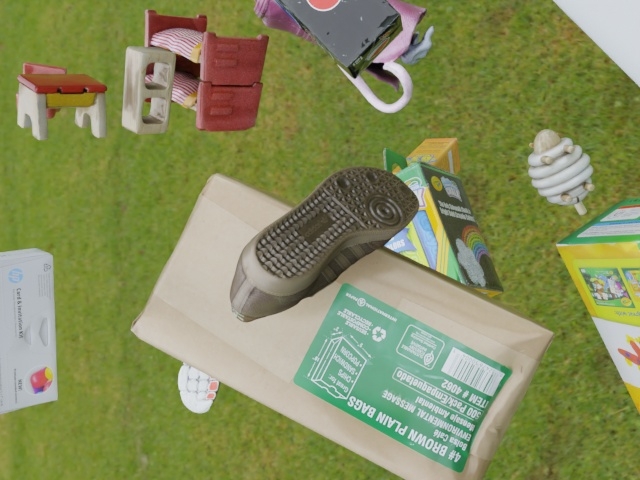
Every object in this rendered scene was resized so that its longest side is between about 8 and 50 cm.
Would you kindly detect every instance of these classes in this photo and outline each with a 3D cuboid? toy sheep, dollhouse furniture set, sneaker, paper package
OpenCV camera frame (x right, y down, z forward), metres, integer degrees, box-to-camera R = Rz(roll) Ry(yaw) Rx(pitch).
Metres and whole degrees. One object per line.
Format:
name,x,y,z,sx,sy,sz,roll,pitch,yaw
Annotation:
toy sheep,0.328,-0.091,1.056,0.091,0.091,0.132,-15,105,47
dollhouse furniture set,-0.285,-0.259,1.171,0.201,0.374,0.152,29,118,41
sneaker,0.000,0.000,0.590,0.066,0.188,0.071,50,135,13
sneaker,-0.148,0.154,1.052,0.061,0.065,0.158,10,96,19
paper package,0.029,0.081,0.769,0.324,0.309,0.168,26,93,8

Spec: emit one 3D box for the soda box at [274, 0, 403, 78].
soda box,-0.014,-0.206,0.601,0.060,0.053,0.169,-44,85,7

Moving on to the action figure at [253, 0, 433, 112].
action figure,-0.002,-0.379,1.359,0.248,0.370,0.276,124,164,-65

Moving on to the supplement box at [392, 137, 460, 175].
supplement box,0.221,-0.143,1.608,0.078,0.233,0.080,2,116,25

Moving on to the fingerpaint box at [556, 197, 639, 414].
fingerpaint box,0.577,0.121,1.027,0.371,0.163,0.445,61,163,-7

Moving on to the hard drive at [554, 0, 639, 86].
hard drive,0.164,-0.127,0.260,0.203,0.307,0.040,-21,37,58

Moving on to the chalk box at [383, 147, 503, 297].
chalk box,0.158,-0.015,1.334,0.179,0.180,0.289,-28,70,27

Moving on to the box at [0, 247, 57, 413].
box,-0.323,0.090,0.669,0.038,0.186,0.145,16,109,45
